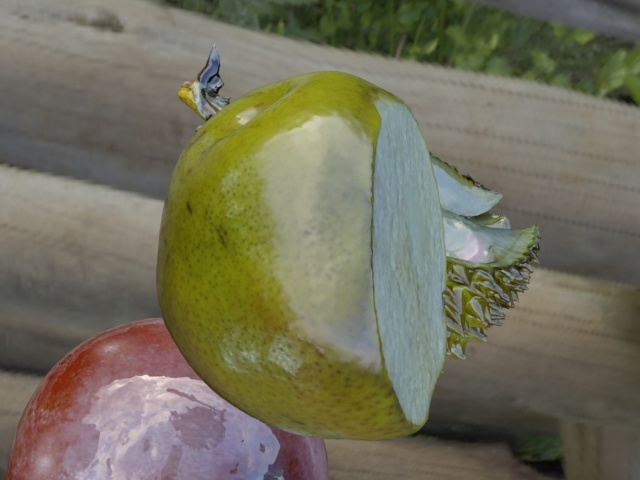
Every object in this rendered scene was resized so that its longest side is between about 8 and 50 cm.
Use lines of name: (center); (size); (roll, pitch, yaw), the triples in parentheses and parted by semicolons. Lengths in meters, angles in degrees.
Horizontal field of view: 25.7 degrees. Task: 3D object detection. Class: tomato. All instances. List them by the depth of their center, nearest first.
tomato: (-0.116, 0.194, 1.136); (0.270, 0.227, 0.270); (5, 81, -38)

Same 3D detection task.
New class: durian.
durian: (0.000, 0.000, 0.847); (0.237, 0.138, 0.193); (36, 30, 7)

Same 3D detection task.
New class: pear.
pear: (-0.011, 0.010, 0.521); (0.104, 0.141, 0.141); (-8, 75, 18)
